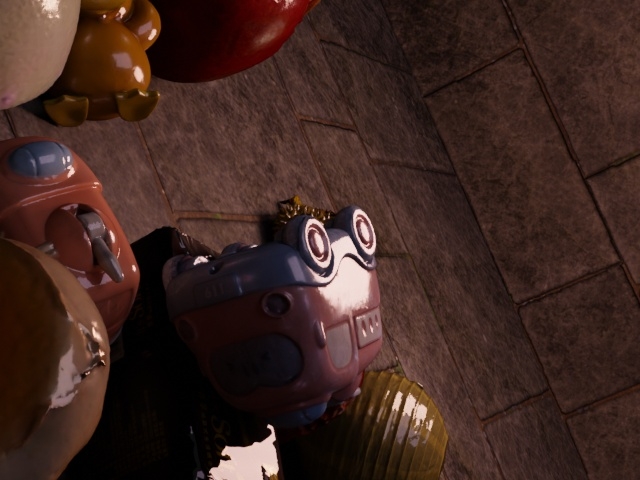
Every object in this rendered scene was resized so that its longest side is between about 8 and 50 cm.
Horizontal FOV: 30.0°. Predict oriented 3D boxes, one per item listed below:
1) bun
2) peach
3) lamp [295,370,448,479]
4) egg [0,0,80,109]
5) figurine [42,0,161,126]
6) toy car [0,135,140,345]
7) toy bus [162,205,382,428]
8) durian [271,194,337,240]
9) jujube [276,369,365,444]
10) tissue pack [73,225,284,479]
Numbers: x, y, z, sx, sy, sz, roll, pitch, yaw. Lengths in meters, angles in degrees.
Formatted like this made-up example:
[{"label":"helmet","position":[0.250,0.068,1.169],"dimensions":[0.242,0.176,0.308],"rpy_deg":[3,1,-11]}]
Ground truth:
[{"label":"bun","position":[-0.332,0.142,1.122],"dimensions":[0.165,0.299,0.299],"rpy_deg":[72,5,-58]},{"label":"peach","position":[-0.205,-0.426,1.943],"dimensions":[0.310,0.406,0.335],"rpy_deg":[-26,100,-40]},{"label":"lamp","position":[0.057,0.320,1.875],"dimensions":[0.250,0.284,0.250],"rpy_deg":[14,90,-84]},{"label":"egg","position":[-0.417,-0.341,1.473],"dimensions":[0.337,0.201,0.337],"rpy_deg":[22,55,-35]},{"label":"figurine","position":[-0.329,-0.280,1.741],"dimensions":[0.215,0.215,0.228],"rpy_deg":[-9,96,-67]},{"label":"toy car","position":[-0.310,0.002,1.299],"dimensions":[0.180,0.212,0.270],"rpy_deg":[-20,68,-46]},{"label":"toy bus","position":[-0.035,0.098,1.415],"dimensions":[0.294,0.197,0.231],"rpy_deg":[-15,88,-66]},{"label":"durian","position":[0.000,0.000,2.186],"dimensions":[0.193,0.138,0.237],"rpy_deg":[33,36,-51]},{"label":"jujube","position":[-0.057,0.191,1.724],"dimensions":[0.213,0.232,0.213],"rpy_deg":[50,23,-31]},{"label":"tissue pack","position":[-0.192,0.189,1.475],"dimensions":[0.198,0.210,0.370],"rpy_deg":[27,42,-45]}]
